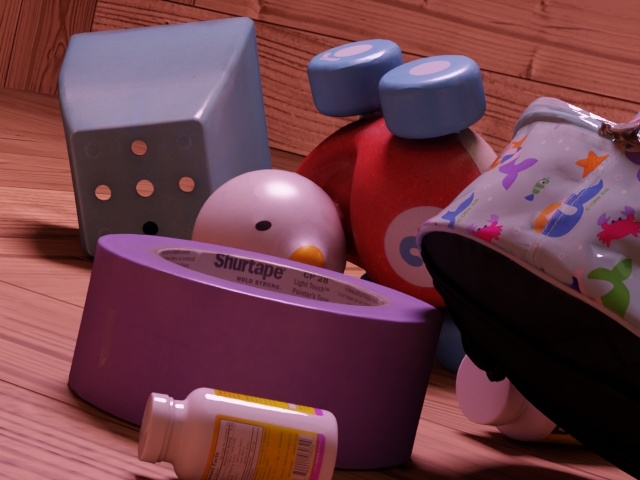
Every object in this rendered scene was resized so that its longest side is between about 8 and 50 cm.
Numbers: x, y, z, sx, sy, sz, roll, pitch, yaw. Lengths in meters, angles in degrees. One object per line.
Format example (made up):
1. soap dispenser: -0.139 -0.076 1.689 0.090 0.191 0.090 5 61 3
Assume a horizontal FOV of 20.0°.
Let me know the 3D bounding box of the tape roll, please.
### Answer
1. tape roll: -0.034 0.056 0.967 0.189 0.080 0.189 12 6 -1

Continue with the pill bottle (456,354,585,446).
1. pill bottle: 0.140 0.091 1.094 0.116 0.065 0.065 8 7 -37

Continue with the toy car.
1. toy car: 0.000 0.000 1.293 0.238 0.219 0.210 -22 21 -22

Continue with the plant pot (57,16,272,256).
1. plant pot: -0.133 -0.077 1.507 0.165 0.166 0.234 -6 17 2

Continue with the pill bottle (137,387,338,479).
1. pill bottle: -0.037 0.089 0.802 0.083 0.043 0.043 12 5 -11

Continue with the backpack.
1. backpack: 0.182 0.032 0.931 0.253 0.191 0.225 21 -23 47
